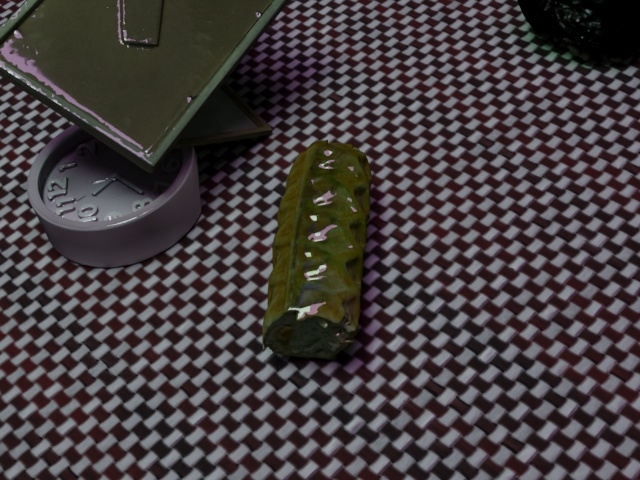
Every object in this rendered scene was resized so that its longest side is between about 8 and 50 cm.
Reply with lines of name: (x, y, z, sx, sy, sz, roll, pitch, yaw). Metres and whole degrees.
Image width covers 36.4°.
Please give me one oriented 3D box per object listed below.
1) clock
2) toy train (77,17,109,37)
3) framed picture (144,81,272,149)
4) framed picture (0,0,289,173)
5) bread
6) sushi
clock: (-0.236, -0.064, 1.135, 0.196, 0.068, 0.197, -5, 49, 6)
toy train: (-0.215, -0.277, 1.231, 0.120, 0.202, 0.301, 34, 61, 27)
framed picture: (-0.167, -0.161, 1.156, 0.136, 0.010, 0.201, 46, 36, 23)
framed picture: (-0.197, -0.252, 1.102, 0.232, 0.024, 0.315, 34, 65, 1)
bread: (0.001, 0.000, 1.024, 0.087, 0.098, 0.269, 27, 46, -22)
sushi: (0.343, -0.358, 1.198, 0.213, 0.204, 0.200, 22, 52, 20)
